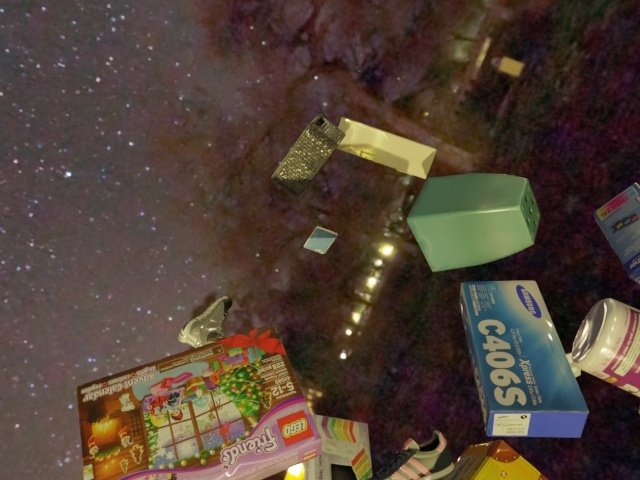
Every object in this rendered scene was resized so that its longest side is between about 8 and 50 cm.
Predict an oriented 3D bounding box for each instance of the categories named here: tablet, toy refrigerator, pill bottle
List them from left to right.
[{"bbox_3d":[0.000,0.000,1.179,0.083,0.054,0.006,125,160,-48],"label":"tablet"},{"bbox_3d":[0.175,-0.255,1.416,0.102,0.270,0.094,-64,-7,-74],"label":"toy refrigerator"},{"bbox_3d":[0.703,0.253,1.049,0.169,0.302,0.169,-58,-16,-27],"label":"pill bottle"}]

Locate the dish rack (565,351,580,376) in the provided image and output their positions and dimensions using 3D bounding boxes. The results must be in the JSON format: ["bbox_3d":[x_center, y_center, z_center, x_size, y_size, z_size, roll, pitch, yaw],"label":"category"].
[{"bbox_3d":[0.774,0.408,1.640,0.333,0.072,0.285,-2,-26,-38],"label":"dish rack"}]

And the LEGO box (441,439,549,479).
[{"bbox_3d":[0.401,0.841,1.468,0.500,0.193,0.372,-45,-17,-17],"label":"LEGO box"}]

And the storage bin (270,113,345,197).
[{"bbox_3d":[-0.029,-0.205,1.246,0.180,0.084,0.122,-48,6,31],"label":"storage bin"}]

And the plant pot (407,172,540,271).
[{"bbox_3d":[0.352,-0.050,1.140,0.165,0.234,0.165,58,-136,-28],"label":"plant pot"}]

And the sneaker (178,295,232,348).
[{"bbox_3d":[-0.299,0.260,1.497,0.229,0.132,0.086,-41,-18,-54],"label":"sneaker"}]

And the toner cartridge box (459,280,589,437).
[{"bbox_3d":[0.385,0.218,1.017,0.347,0.165,0.075,-83,-10,-55],"label":"toner cartridge box"}]

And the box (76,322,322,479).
[{"bbox_3d":[-0.169,0.247,0.701,0.057,0.293,0.201,91,157,-46],"label":"box"}]

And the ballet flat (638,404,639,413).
[{"bbox_3d":[0.799,0.431,1.154,0.168,0.057,0.052,-121,40,-55],"label":"ballet flat"}]

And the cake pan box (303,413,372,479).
[{"bbox_3d":[0.059,0.741,1.719,0.070,0.246,0.266,-44,36,42],"label":"cake pan box"}]

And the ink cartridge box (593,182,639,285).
[{"bbox_3d":[0.911,0.051,1.331,0.151,0.270,0.395,-48,12,30],"label":"ink cartridge box"}]

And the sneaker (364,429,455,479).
[{"bbox_3d":[0.241,0.661,1.507,0.112,0.319,0.131,161,97,-68],"label":"sneaker"}]
